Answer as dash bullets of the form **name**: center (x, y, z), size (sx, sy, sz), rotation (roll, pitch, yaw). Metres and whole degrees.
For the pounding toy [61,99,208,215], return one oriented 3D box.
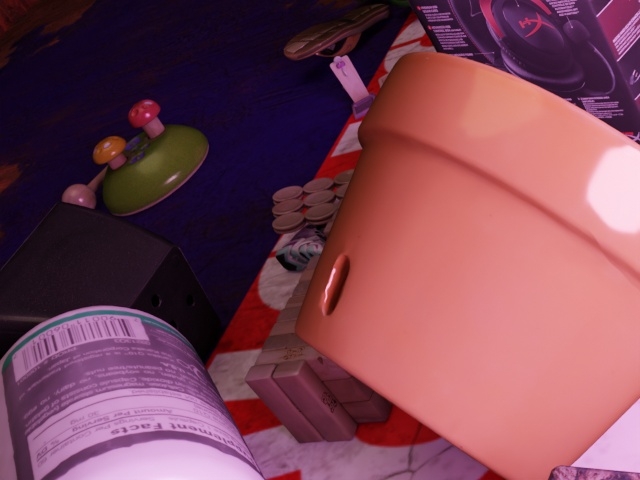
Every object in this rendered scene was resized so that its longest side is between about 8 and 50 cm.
- **pounding toy**: center (-0.291, -0.132, 1.566), size (0.237, 0.110, 0.183), rotation (-10, 36, 37)

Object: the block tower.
- **block tower**: center (0.052, 0.028, 0.972), size (0.091, 0.097, 0.335), rotation (-11, 38, 37)

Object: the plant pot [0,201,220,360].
- **plant pot**: center (-0.219, 0.088, 1.093), size (0.167, 0.188, 0.187), rotation (3, 44, 30)

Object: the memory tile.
- **memory tile**: center (0.018, -0.048, 1.162), size (0.148, 0.012, 0.113), rotation (-15, 26, 4)

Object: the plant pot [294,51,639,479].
- **plant pot**: center (0.119, 0.036, 0.721), size (0.203, 0.291, 0.291), rotation (-56, 31, -5)

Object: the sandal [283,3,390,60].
- **sandal**: center (0.031, -0.304, 1.561), size (0.180, 0.049, 0.072), rotation (-28, 31, -20)

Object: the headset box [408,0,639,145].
- **headset box**: center (0.205, -0.234, 0.999), size (0.218, 0.293, 0.110), rotation (7, 49, 52)

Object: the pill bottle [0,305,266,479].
- **pill bottle**: center (-0.142, 0.207, 0.781), size (0.204, 0.204, 0.361), rotation (-37, 28, -4)

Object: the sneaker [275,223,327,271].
- **sneaker**: center (0.000, 0.000, 1.125), size (0.098, 0.038, 0.069), rotation (4, 47, 49)

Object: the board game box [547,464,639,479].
- **board game box**: center (0.174, 0.259, 0.430), size (0.232, 0.141, 0.291), rotation (-6, 39, 42)

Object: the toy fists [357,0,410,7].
- **toy fists**: center (0.133, -0.424, 1.571), size (0.142, 0.096, 0.279), rotation (-26, 24, -17)

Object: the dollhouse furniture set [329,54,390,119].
- **dollhouse furniture set**: center (0.071, -0.234, 1.366), size (0.114, 0.081, 0.091), rotation (-28, 29, 12)
